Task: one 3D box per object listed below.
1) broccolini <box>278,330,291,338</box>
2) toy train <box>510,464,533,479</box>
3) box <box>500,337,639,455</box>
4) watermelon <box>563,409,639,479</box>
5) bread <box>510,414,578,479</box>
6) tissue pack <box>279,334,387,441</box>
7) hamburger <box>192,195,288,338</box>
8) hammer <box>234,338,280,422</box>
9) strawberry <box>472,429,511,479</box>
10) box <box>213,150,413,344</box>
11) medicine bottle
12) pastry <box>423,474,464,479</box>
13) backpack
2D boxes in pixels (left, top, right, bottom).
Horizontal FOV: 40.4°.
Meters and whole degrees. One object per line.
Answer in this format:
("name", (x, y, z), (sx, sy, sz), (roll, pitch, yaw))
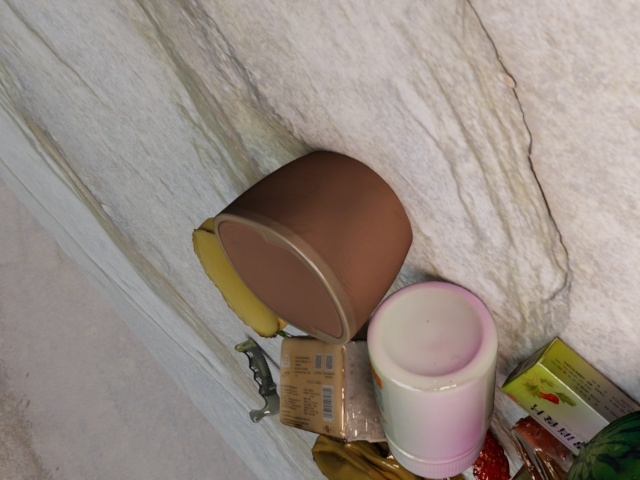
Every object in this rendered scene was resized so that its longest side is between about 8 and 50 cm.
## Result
("broccolini", (-0.075, 0.250, 2.219), (0.140, 0.030, 0.035), (27, 143, 44))
("toy train", (0.457, 0.504, 1.715), (0.188, 0.072, 0.099), (19, 148, 46))
("box", (0.435, 0.286, 1.410), (0.260, 0.062, 0.175), (40, 156, 9))
("watermelon", (0.493, 0.385, 1.145), (0.363, 0.363, 0.363), (36, 155, 20))
("bread", (0.408, 0.380, 1.546), (0.160, 0.073, 0.160), (59, 172, 13))
("tissue pack", (0.067, 0.319, 1.924), (0.238, 0.238, 0.305), (51, 155, -14))
("hamburger", (-0.094, 0.049, 1.718), (0.302, 0.186, 0.261), (45, 157, 23))
("hammer", (-0.166, 0.389, 2.485), (0.226, 0.159, 0.041), (65, 155, 3))
("strawberry", (0.321, 0.415, 1.736), (0.167, 0.087, 0.208), (30, -138, -75))
("box", (0.000, 0.000, 1.456), (0.301, 0.216, 0.301), (38, 156, 20))
("medicine bottle", (0.203, 0.262, 1.551), (0.219, 0.219, 0.388), (31, 153, 29))
("pastry", (0.298, 0.579, 2.110), (0.097, 0.057, 0.109), (28, 153, 30))
("backpack", (0.137, 0.627, 2.261), (0.378, 0.201, 0.353), (22, 154, 55))
